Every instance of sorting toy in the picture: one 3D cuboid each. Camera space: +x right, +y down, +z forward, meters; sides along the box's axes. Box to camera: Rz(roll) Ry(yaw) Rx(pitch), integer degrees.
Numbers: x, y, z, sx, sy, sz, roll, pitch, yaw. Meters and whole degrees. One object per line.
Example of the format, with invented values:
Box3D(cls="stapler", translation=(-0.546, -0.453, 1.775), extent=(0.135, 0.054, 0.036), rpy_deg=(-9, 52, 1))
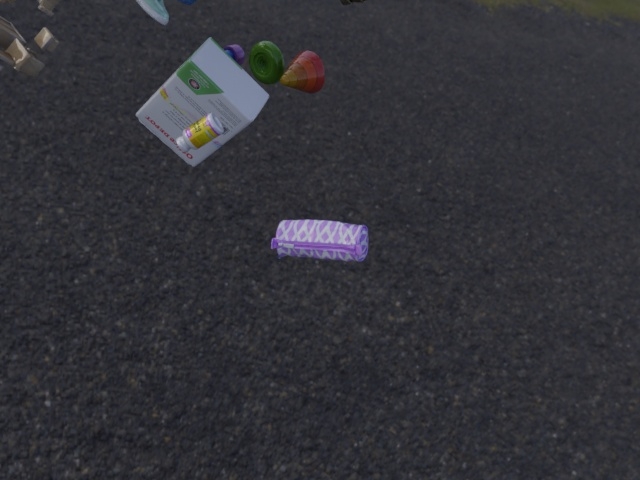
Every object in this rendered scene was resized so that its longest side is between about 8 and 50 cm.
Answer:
Box3D(cls="sorting toy", translation=(-0.169, -0.496, 1.878), extent=(0.365, 0.127, 0.126), rpy_deg=(21, 34, 29))

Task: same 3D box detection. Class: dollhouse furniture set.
Box3D(cls="dollhouse furniture set", translation=(-0.722, -0.644, 1.608), extent=(0.303, 0.355, 0.174), rpy_deg=(48, 9, 25))

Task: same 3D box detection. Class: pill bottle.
Box3D(cls="pill bottle", translation=(-0.221, -0.194, 1.191), extent=(0.043, 0.083, 0.043), rpy_deg=(55, 14, -21))

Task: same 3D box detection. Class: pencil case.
Box3D(cls="pencil case", translation=(0.000, 0.000, 1.390), extent=(0.206, 0.086, 0.088), rpy_deg=(2, 10, 19))

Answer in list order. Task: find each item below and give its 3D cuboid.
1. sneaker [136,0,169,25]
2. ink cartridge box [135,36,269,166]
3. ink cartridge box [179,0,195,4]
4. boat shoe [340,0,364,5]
Box3D(cls="sneaker", translation=(-0.451, -0.730, 1.802), extent=(0.256, 0.151, 0.094), rpy_deg=(62, 15, 11))
Box3D(cls="ink cartridge box", translation=(-0.298, -0.336, 1.630), extent=(0.201, 0.278, 0.117), rpy_deg=(43, 48, -20))
Box3D(cls="ink cartridge box", translation=(-0.432, -0.754, 1.584), extent=(0.395, 0.166, 0.285), rpy_deg=(14, -5, -32))
Box3D(cls="boat shoe", translation=(0.078, -0.775, 1.694), extent=(0.104, 0.307, 0.111), rpy_deg=(-4, 36, 21))
